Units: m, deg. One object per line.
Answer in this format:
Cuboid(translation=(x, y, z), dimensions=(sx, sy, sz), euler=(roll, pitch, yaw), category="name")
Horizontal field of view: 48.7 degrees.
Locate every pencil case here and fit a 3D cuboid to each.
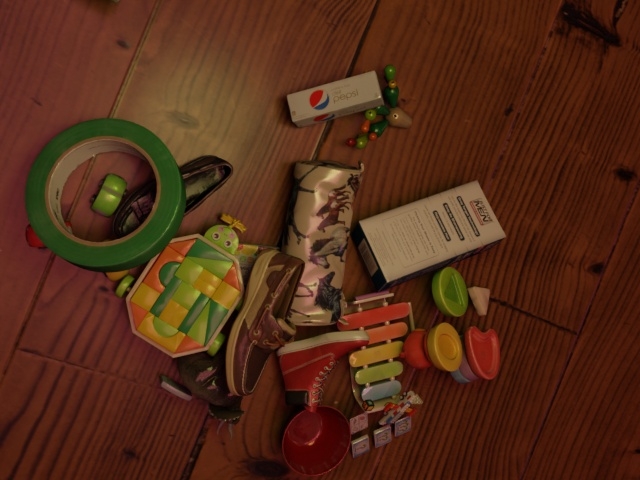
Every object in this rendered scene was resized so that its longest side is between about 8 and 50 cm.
Cuboid(translation=(0.000, 0.000, 1.701), dimensions=(0.184, 0.160, 0.410), euler=(7, 95, -22), category="pencil case")

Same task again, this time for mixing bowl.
Cuboid(translation=(-0.025, 0.488, 1.790), dimensions=(0.182, 0.098, 0.181), euler=(-3, 99, -21), category="mixing bowl")

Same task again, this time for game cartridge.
Cuboid(translation=(-0.343, 0.350, 1.676), dimensions=(0.083, 0.056, 0.017), euler=(34, 85, -20), category="game cartridge")

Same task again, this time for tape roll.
Cuboid(translation=(-0.449, -0.095, 1.493), dimensions=(0.321, 0.077, 0.321), euler=(0, 77, -1), category="tape roll")

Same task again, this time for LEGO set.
Cuboid(translation=(0.166, 0.473, 1.816), dimensions=(0.183, 0.060, 0.244), euler=(-20, 137, -14), category="LEGO set")

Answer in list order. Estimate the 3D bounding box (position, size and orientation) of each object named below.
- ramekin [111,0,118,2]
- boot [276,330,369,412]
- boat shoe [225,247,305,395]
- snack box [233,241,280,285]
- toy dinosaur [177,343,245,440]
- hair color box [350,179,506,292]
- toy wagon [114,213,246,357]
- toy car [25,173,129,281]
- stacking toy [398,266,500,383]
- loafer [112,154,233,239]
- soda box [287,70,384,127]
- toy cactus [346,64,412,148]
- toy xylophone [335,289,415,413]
Cuboid(translation=(-0.438, -0.605, 1.440), dimensions=(0.109, 0.207, 0.207), euler=(19, 90, -13), category="ramekin")
Cuboid(translation=(0.017, 0.317, 1.707), dimensions=(0.244, 0.088, 0.176), euler=(-18, 71, 21), category="boot")
Cuboid(translation=(-0.115, 0.193, 1.593), dimensions=(0.123, 0.123, 0.341), euler=(29, 76, -65), category="boat shoe")
Cuboid(translation=(-0.174, 0.058, 1.710), dimensions=(0.141, 0.037, 0.100), euler=(6, 96, -21), category="snack box")
Cuboid(translation=(-0.253, 0.316, 1.666), dimensions=(0.313, 0.121, 0.160), euler=(50, 58, -21), category="toy dinosaur")
Cuboid(translation=(0.272, -0.012, 1.797), dimensions=(0.347, 0.105, 0.173), euler=(-19, 75, -16), category="hair color box")
Cuboid(translation=(-0.288, 0.089, 1.618), dimensions=(0.267, 0.068, 0.344), euler=(33, 84, -5), category="toy wagon")
Cuboid(translation=(-0.499, -0.044, 1.567), dimensions=(0.239, 0.053, 0.225), euler=(28, 87, -22), category="toy car")
Cuboid(translation=(0.338, 0.234, 1.875), dimensions=(0.309, 0.130, 0.279), euler=(25, 58, -41), category="stacking toy")
Cuboid(translation=(-0.325, -0.098, 1.577), dimensions=(0.302, 0.095, 0.109), euler=(-38, 113, -23), category="loafer")
Cuboid(translation=(0.036, -0.330, 1.662), dimensions=(0.216, 0.074, 0.069), euler=(-14, 84, 10), category="soda box")
Cuboid(translation=(0.150, -0.319, 1.762), dimensions=(0.181, 0.112, 0.218), euler=(17, 88, -40), category="toy cactus")
Cuboid(translation=(0.163, 0.274, 1.841), dimensions=(0.236, 0.081, 0.322), euler=(-18, 103, -18), category="toy xylophone")
